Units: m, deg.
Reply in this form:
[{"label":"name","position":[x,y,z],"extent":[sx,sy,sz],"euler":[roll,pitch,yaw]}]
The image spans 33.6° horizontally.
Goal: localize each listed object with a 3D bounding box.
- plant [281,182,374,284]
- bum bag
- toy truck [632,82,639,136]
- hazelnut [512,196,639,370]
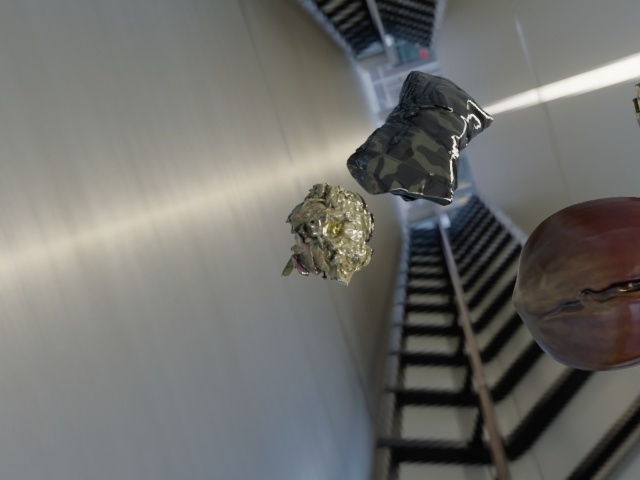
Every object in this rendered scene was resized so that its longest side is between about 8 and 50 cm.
[{"label":"plant","position":[0.000,0.000,1.217],"extent":[0.104,0.122,0.116],"euler":[31,55,-22]},{"label":"bum bag","position":[0.148,-0.145,1.462],"extent":[0.340,0.144,0.095],"euler":[-55,169,-54]},{"label":"toy truck","position":[0.583,-0.216,1.517],"extent":[0.127,0.257,0.127],"euler":[-55,124,-82]},{"label":"hazelnut","position":[0.345,0.056,1.281],"extent":[0.181,0.181,0.212],"euler":[0,-78,58]}]
